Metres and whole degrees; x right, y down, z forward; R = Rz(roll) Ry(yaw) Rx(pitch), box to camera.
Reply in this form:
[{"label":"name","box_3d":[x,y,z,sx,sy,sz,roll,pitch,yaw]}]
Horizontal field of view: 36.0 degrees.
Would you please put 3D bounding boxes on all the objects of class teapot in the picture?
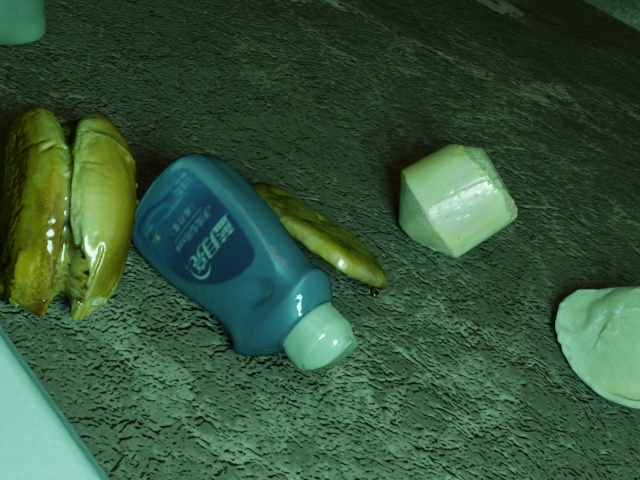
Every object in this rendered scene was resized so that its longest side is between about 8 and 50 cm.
[{"label":"teapot","box_3d":[-0.449,-0.381,1.368,0.162,0.149,0.239,14,37,-15]}]

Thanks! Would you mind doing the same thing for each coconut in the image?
[{"label":"coconut","box_3d":[0.180,-0.052,1.360,0.147,0.152,0.147,53,15,-20]}]

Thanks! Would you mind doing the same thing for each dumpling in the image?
[{"label":"dumpling","box_3d":[0.421,0.149,1.281,0.252,0.131,0.179,25,56,17]}]

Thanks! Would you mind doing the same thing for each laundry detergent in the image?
[{"label":"laundry detergent","box_3d":[-0.080,0.037,1.074,0.290,0.143,0.094,44,16,23]}]

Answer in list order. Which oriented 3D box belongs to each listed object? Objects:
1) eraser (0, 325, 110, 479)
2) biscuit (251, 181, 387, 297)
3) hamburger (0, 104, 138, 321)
[{"label":"eraser","box_3d":[-0.283,0.177,0.753,0.189,0.104,0.290,-42,64,-5]},{"label":"biscuit","box_3d":[0.004,-0.004,1.185,0.203,0.041,0.260,38,4,-15]},{"label":"hamburger","box_3d":[-0.265,-0.049,1.056,0.143,0.157,0.283,8,37,-25]}]
